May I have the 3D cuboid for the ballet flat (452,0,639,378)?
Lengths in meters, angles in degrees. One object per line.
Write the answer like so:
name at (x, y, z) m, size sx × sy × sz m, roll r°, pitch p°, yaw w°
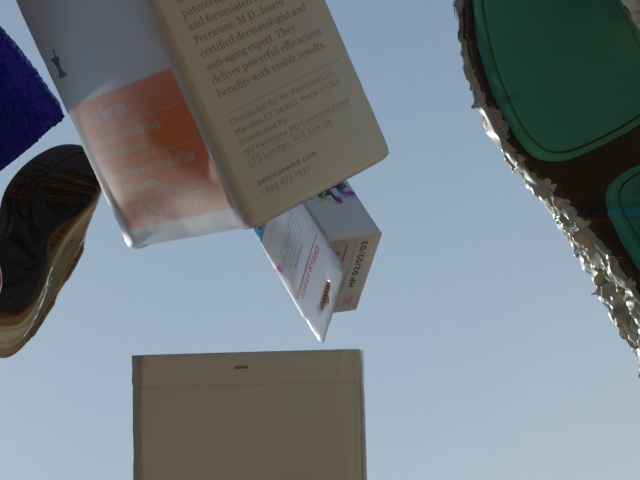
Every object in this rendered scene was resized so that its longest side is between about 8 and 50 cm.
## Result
ballet flat at (0.206, -0.038, 1.141) m, size 0.147 × 0.409 × 0.147 m, roll -22°, pitch -20°, yaw -9°

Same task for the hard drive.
hard drive at (-0.060, 0.250, 1.334) m, size 0.203 × 0.307 × 0.040 m, roll -2°, pitch -7°, yaw 11°

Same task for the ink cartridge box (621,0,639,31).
ink cartridge box at (0.257, -0.209, 1.231) m, size 0.092 × 0.160 × 0.219 m, roll -46°, pitch -63°, yaw -26°

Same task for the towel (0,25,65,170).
towel at (-0.414, -0.154, 1.531) m, size 0.227 × 0.076 × 0.308 m, roll -38°, pitch -45°, yaw -3°

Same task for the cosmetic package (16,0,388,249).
cosmetic package at (-0.144, -0.233, 1.318) m, size 0.161 × 0.453 × 0.230 m, roll -29°, pitch 10°, yaw -32°

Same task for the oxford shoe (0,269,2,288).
oxford shoe at (-0.339, -0.050, 1.236) m, size 0.097 × 0.271 × 0.098 m, roll -39°, pitch -7°, yaw 1°

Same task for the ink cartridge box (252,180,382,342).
ink cartridge box at (0.000, 0.000, 1.507) m, size 0.061 × 0.181 × 0.104 m, roll -8°, pitch -44°, yaw -26°

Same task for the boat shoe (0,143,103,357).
boat shoe at (-0.338, 0.007, 1.870) m, size 0.098 × 0.109 × 0.302 m, roll 98°, pitch -173°, yaw -49°
